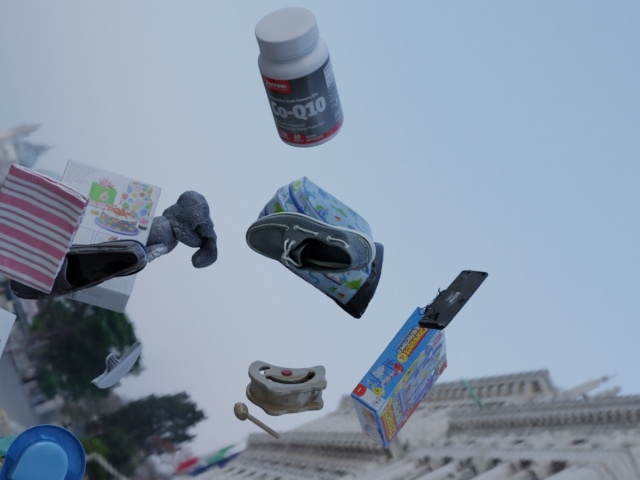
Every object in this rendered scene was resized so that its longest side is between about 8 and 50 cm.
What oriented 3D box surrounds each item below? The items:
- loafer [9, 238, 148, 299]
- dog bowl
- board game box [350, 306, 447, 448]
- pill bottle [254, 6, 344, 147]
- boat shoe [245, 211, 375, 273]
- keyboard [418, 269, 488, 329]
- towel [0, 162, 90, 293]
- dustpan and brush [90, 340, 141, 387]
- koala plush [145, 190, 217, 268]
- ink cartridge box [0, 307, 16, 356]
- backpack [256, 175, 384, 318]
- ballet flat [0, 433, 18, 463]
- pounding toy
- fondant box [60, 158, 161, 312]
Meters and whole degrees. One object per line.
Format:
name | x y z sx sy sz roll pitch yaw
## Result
loafer | -0.521 0.059 2.031 0.095 0.302 0.109 -154 -130 -81
dog bowl | -0.606 0.524 1.968 0.165 0.297 0.074 28 -14 -19
board game box | 0.220 0.374 2.558 0.086 0.302 0.308 31 -20 24
pill bottle | -0.049 -0.362 2.117 0.161 0.161 0.283 51 -16 45
boat shoe | -0.040 0.011 2.109 0.319 0.099 0.116 10 -69 25
keyboard | 0.293 0.137 2.106 0.100 0.192 0.038 8 -47 47
towel | -0.491 -0.017 1.608 0.197 0.144 0.029 -63 -168 14
dustpan and brush | -0.509 0.315 2.324 0.060 0.147 0.211 42 -27 11
koala plush | -0.417 -0.027 2.634 0.203 0.221 0.196 97 -30 -49
ink cartridge box | -0.476 0.121 1.101 0.128 0.176 0.127 -32 -144 40
backpack | 0.000 0.000 2.523 0.290 0.355 0.273 -77 -168 -62
ballet flat | -0.727 0.538 2.296 0.241 0.091 0.077 10 -68 55
pounding toy | -0.116 0.415 2.501 0.154 0.269 0.155 -134 -134 -55
fondant box | -0.540 -0.014 2.284 0.096 0.238 0.330 123 -19 -54
